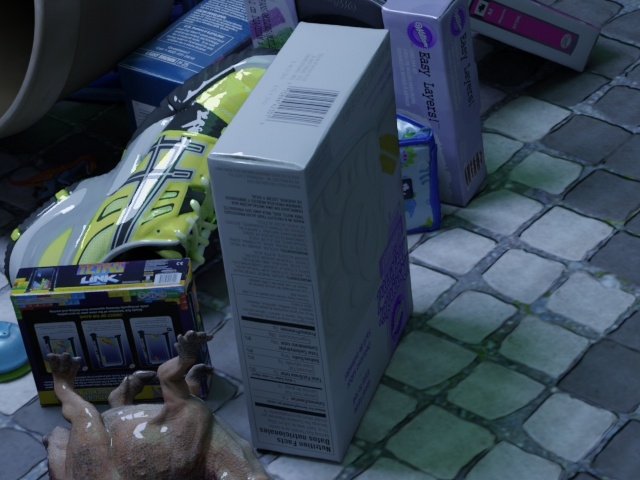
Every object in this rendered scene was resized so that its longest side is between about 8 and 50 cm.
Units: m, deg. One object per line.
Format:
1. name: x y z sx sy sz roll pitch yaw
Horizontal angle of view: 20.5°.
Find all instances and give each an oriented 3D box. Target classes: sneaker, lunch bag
1. sneaker: -0.143 -0.041 1.841 0.384 0.145 0.147 -43 53 -4
2. lunch bag: 0.055 -0.074 1.893 0.151 0.129 0.096 10 44 20

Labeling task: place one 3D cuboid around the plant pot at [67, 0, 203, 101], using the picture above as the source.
1. plant pot: -0.224 -0.320 2.209 0.236 0.236 0.212 5 31 18

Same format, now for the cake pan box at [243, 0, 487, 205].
1. cake pan box: 0.050 -0.176 1.918 0.245 0.267 0.070 13 46 25

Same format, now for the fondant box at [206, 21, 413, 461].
1. fondant box: 0.000 0.000 1.626 0.096 0.330 0.238 8 38 18

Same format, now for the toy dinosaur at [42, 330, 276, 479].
1. toy dinosaur: -0.157 0.200 1.573 0.295 0.127 0.200 -9 68 26

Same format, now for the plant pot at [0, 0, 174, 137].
1. plant pot: -0.316 -0.280 1.935 0.323 0.323 0.280 21 24 34

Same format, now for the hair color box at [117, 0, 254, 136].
1. hair color box: -0.075 -0.204 2.059 0.105 0.174 0.347 19 44 30

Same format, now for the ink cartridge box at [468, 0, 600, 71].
1. ink cartridge box: 0.149 -0.288 2.058 0.371 0.069 0.175 9 18 -44

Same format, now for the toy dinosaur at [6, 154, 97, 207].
1. toy dinosaur: -0.295 -0.072 2.006 0.082 0.090 0.047 -53 24 13

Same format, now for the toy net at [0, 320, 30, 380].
1. toy net: -0.398 0.091 1.826 0.122 0.045 0.232 -34 42 -30

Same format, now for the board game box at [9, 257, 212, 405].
1. board game box: -0.198 0.089 1.702 0.170 0.141 0.048 -3 37 7
